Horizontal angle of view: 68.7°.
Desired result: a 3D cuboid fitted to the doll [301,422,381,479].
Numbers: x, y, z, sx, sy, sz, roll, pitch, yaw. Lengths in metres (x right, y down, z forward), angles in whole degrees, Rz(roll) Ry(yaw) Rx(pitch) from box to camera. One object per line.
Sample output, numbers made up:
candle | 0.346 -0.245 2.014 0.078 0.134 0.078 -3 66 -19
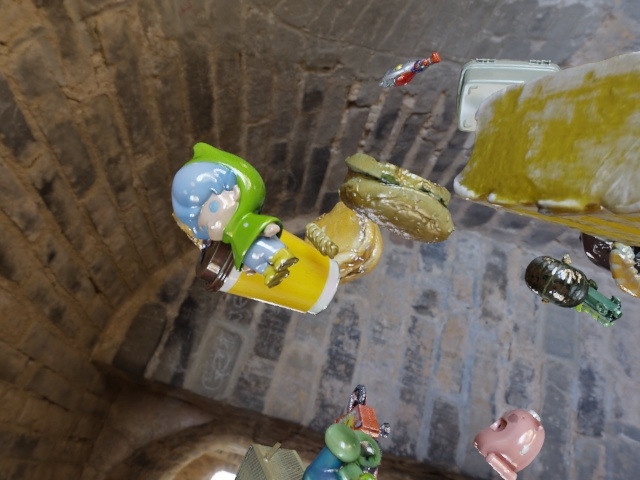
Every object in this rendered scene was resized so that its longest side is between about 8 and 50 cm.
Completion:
doll | 0.076 0.471 0.742 0.186 0.198 0.322 -43 43 5

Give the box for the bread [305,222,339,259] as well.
bread | 0.000 0.000 0.882 0.034 0.088 0.049 -42 -33 -4

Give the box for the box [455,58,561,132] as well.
box | 0.403 -0.310 1.016 0.129 0.210 0.147 -64 -24 -47

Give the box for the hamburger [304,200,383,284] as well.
hamburger | 0.078 0.013 1.712 0.305 0.174 0.284 -25 56 29

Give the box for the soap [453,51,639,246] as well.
soap | 0.363 -0.060 0.494 0.293 0.335 0.156 -144 67 -73

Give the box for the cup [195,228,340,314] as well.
cup | -0.109 0.050 0.986 0.196 0.280 0.196 -51 24 33

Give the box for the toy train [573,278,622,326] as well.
toy train | 1.020 0.237 1.740 0.200 0.083 0.132 -122 18 -52

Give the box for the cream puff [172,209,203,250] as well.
cream puff | -0.288 -0.062 1.281 0.169 0.183 0.183 -40 -4 -7

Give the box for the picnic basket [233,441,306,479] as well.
picnic basket | -0.111 0.649 1.175 0.165 0.139 0.267 -66 28 4

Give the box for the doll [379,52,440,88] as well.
doll | 0.259 -0.502 1.395 0.195 0.062 0.104 -17 26 35

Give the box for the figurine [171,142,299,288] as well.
figurine | -0.143 -0.039 0.779 0.143 0.263 0.162 -30 -20 -40

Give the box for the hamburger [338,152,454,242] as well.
hamburger | 0.171 -0.088 1.080 0.265 0.285 0.134 -127 59 -80

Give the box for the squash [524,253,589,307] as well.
squash | 0.723 0.125 1.437 0.156 0.193 0.193 -49 -4 -10

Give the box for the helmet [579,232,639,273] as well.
helmet | 1.042 0.004 1.669 0.225 0.305 0.177 -40 -20 -23

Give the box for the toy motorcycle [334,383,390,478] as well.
toy motorcycle | 0.100 0.514 1.221 0.171 0.089 0.298 -61 11 16

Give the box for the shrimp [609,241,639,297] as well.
shrimp | 0.867 0.072 1.248 0.049 0.166 0.161 28 -127 -73

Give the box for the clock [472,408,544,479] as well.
clock | 0.661 0.683 1.633 0.241 0.142 0.227 -45 -8 -2
